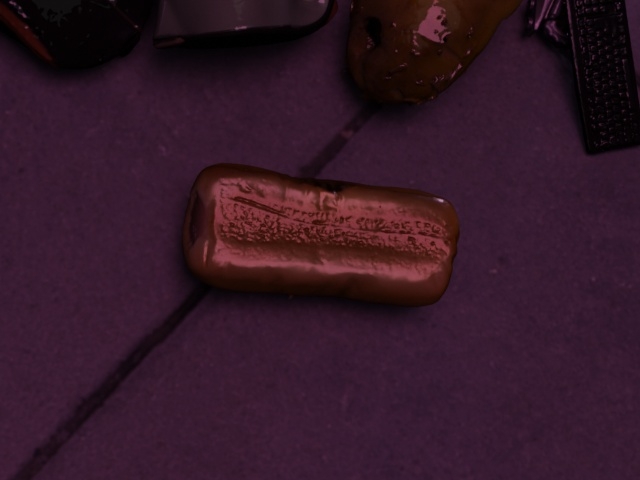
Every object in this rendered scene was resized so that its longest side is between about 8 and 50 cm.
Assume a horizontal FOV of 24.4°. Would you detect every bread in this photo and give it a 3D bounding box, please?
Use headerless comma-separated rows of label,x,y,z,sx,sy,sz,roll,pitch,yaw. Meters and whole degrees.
bread,0.000,0.000,1.640,0.305,0.091,0.142,8,79,-13

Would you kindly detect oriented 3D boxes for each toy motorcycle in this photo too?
toy motorcycle,0.288,-0.346,1.836,0.122,0.080,0.215,10,75,-12

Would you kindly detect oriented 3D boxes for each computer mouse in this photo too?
computer mouse,-0.332,-0.321,1.642,0.323,0.116,0.183,33,73,-4

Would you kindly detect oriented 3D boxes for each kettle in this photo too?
kettle,-0.087,-0.346,1.661,0.240,0.165,0.255,-9,95,-22

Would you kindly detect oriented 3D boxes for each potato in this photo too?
potato,0.136,-0.287,1.739,0.173,0.140,0.300,35,72,2

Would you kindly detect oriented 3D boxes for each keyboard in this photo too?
keyboard,0.341,-0.234,1.804,0.087,0.017,0.250,-10,95,-17
